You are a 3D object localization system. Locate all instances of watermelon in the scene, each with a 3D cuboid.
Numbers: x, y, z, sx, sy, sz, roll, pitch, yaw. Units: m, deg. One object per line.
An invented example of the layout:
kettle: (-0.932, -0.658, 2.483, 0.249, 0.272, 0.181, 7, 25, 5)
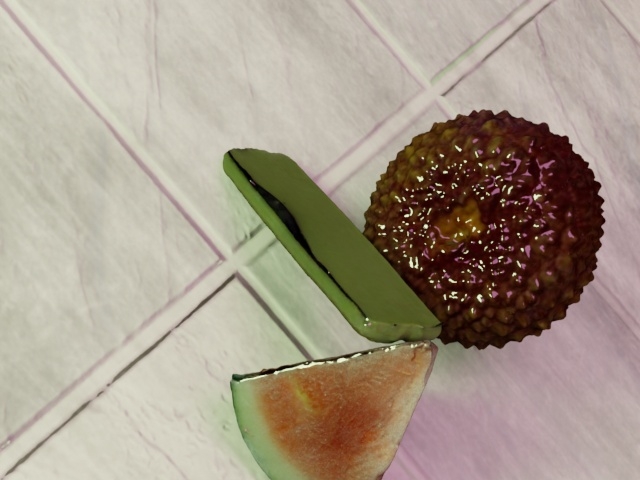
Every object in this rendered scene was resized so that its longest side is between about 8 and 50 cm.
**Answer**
watermelon: (0.018, 0.136, 1.367, 0.207, 0.202, 0.136, 31, 15, -26)

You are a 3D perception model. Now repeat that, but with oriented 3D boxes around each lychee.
lychee: (0.180, -0.013, 1.519, 0.271, 0.271, 0.271, 17, 55, -27)

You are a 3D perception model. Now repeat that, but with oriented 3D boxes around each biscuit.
biscuit: (0.000, 0.000, 1.412, 0.099, 0.038, 0.322, 6, 28, -37)
